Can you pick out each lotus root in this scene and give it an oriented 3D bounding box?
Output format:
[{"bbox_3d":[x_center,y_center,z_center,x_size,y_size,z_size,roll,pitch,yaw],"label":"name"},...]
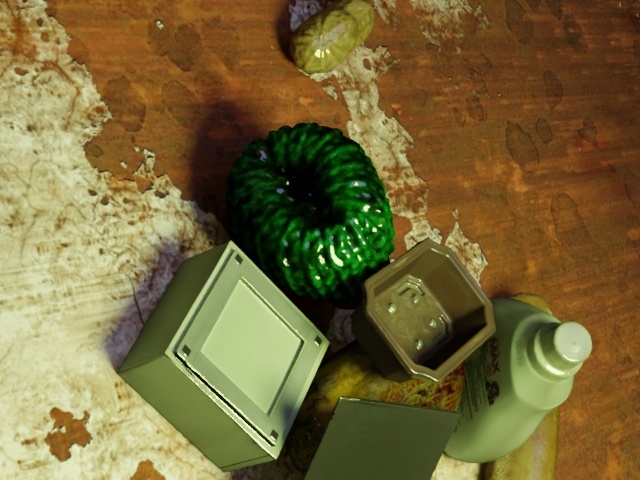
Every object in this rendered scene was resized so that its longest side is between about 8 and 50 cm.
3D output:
[{"bbox_3d":[0.091,0.240,1.917,0.196,0.179,0.397,43,38,19],"label":"lotus root"}]

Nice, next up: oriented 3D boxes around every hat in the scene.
[{"bbox_3d":[0.000,0.000,1.937,0.332,0.242,0.274,65,6,-56],"label":"hat"}]

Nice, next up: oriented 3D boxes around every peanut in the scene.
[{"bbox_3d":[0.026,-0.359,2.183,0.095,0.108,0.226,55,40,-8],"label":"peanut"}]

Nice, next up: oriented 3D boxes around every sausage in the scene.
[{"bbox_3d":[0.361,0.317,2.237,0.136,0.123,0.500,31,53,-34],"label":"sausage"}]

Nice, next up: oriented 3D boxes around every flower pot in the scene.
[{"bbox_3d":[0.140,0.116,1.855,0.179,0.084,0.251,53,40,4],"label":"flower pot"}]

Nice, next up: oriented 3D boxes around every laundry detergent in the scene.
[{"bbox_3d":[0.304,0.196,2.011,0.125,0.398,0.263,4,69,-17],"label":"laundry detergent"}]

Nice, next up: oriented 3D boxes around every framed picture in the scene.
[{"bbox_3d":[0.049,0.380,1.784,0.255,0.014,0.338,13,104,-44],"label":"framed picture"}]

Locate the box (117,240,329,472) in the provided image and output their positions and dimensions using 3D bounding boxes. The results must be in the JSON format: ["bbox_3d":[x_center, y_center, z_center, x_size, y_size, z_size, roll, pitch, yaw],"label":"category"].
[{"bbox_3d":[-0.128,0.163,1.770,0.225,0.117,0.225,47,44,-23],"label":"box"}]

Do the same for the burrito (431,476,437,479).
[{"bbox_3d":[0.128,0.402,2.008,0.186,0.041,0.045,6,111,-47],"label":"burrito"}]
